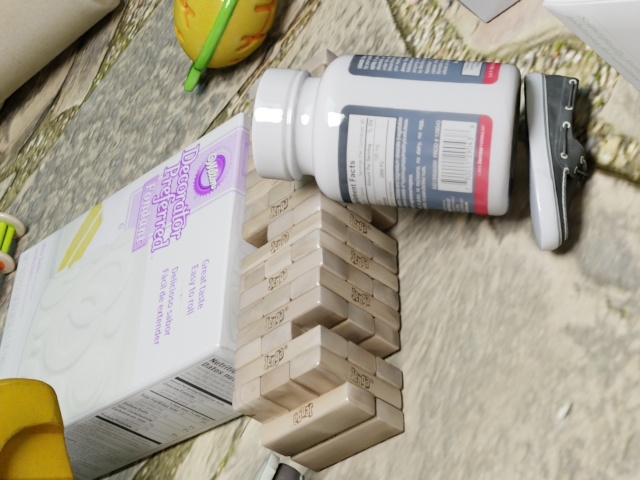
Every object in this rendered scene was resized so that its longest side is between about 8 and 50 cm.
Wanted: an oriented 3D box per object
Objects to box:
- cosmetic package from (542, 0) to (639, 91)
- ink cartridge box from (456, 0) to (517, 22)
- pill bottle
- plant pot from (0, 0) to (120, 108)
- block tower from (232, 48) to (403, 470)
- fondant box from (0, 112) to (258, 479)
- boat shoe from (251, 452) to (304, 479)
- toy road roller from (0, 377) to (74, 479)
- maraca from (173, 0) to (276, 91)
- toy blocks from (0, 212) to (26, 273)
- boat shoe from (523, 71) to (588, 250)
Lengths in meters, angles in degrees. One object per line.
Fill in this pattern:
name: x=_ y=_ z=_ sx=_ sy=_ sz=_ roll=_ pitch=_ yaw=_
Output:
cosmetic package: x=0.299 y=-0.242 z=0.719 sx=0.155 sy=0.197 sz=0.365 roll=10 pitch=71 yaw=53
ink cartridge box: x=0.152 y=-0.287 z=1.035 sx=0.127 sy=0.072 sz=0.175 roll=-32 pitch=42 yaw=32
pill bottle: x=0.048 y=-0.078 z=0.901 sx=0.180 sy=0.108 sz=0.108 roll=6 pitch=63 yaw=11
plant pot: x=-0.429 y=-0.321 z=1.595 sx=0.306 sy=0.334 sz=0.333 roll=-25 pitch=45 yaw=22
block tower: x=0.000 y=0.000 z=0.988 sx=0.097 sy=0.091 sz=0.335 roll=-30 pitch=44 yaw=33
fondant box: x=-0.157 y=0.064 z=1.127 sx=0.330 sy=0.096 sz=0.238 roll=-27 pitch=45 yaw=35
boat shoe: x=-0.048 y=0.262 z=0.871 sx=0.081 sy=0.069 sz=0.227 roll=114 pitch=176 yaw=-69
toy road roller: x=-0.275 y=0.225 z=0.871 sx=0.202 sy=0.330 sz=0.240 roll=-39 pitch=58 yaw=34
maraca: x=-0.103 y=-0.224 z=1.284 sx=0.185 sy=0.099 sz=0.127 roll=-48 pitch=18 yaw=60
toy blocks: x=-0.405 y=0.051 z=1.472 sx=0.123 sy=0.054 sz=0.148 roll=-21 pitch=49 yaw=41
boat shoe: x=0.164 y=-0.058 z=0.873 sx=0.040 sy=0.049 sz=0.142 roll=-2 pitch=60 yaw=6
